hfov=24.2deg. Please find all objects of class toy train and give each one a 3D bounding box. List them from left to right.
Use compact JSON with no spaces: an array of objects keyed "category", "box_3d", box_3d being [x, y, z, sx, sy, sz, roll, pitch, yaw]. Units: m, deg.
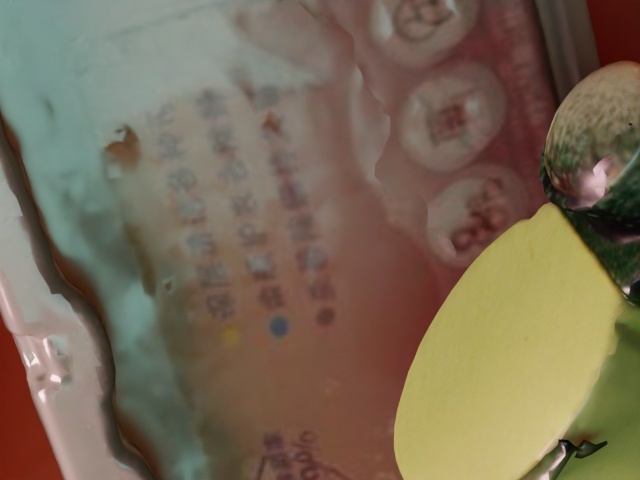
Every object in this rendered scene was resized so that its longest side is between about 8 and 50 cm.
[{"category":"toy train","box_3d":[0.136,0.049,0.407,0.253,0.105,0.157,25,112,-30]}]

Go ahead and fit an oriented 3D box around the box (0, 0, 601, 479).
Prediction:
[{"category":"box","box_3d":[0.000,0.000,0.479,0.182,0.175,0.312,-18,110,-1]}]
